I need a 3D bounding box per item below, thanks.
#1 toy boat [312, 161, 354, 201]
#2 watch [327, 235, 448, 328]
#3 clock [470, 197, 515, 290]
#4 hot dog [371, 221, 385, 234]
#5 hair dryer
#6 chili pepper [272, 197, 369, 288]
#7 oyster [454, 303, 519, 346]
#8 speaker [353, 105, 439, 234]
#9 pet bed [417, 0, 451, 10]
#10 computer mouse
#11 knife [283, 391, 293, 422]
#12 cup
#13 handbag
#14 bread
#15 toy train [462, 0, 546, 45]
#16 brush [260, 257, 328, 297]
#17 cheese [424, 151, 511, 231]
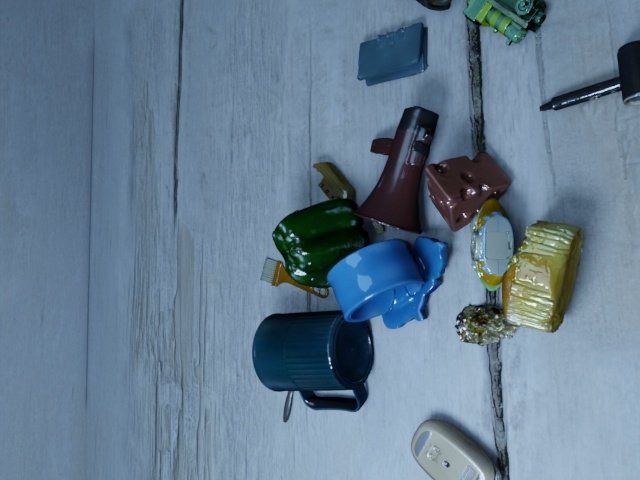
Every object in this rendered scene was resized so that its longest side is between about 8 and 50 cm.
[{"bbox_3d":[0.039,-0.182,1.711,0.077,0.057,0.200,-54,55,30],"label":"toy boat"},{"bbox_3d":[0.185,0.098,1.417,0.305,0.274,0.241,-43,60,34],"label":"watch"},{"bbox_3d":[0.422,0.009,1.322,0.103,0.144,0.231,3,86,3],"label":"clock"},{"bbox_3d":[0.168,-0.063,1.604,0.030,0.034,0.090,-23,90,26],"label":"hot dog"},{"bbox_3d":[0.627,-0.358,1.231,0.255,0.070,0.128,-8,80,44],"label":"hair dryer"},{"bbox_3d":[0.000,0.000,1.586,0.249,0.256,0.233,63,152,26],"label":"chili pepper"},{"bbox_3d":[0.420,0.217,1.355,0.177,0.056,0.105,3,80,45],"label":"oyster"},{"bbox_3d":[0.228,-0.194,1.508,0.198,0.259,0.330,17,90,0],"label":"speaker"},{"bbox_3d":[0.279,-0.740,1.478,0.159,0.183,0.211,-52,56,22],"label":"pet bed"},{"bbox_3d":[0.340,0.564,1.365,0.236,0.082,0.145,32,105,35],"label":"computer mouse"},{"bbox_3d":[-0.092,0.489,1.780,0.035,0.018,0.247,15,94,43],"label":"knife"},{"bbox_3d":[-0.015,0.358,1.585,0.292,0.242,0.308,-12,75,36],"label":"cup"},{"bbox_3d":[0.214,-0.558,1.601,0.221,0.057,0.144,-3,80,40],"label":"handbag"},{"bbox_3d":[0.500,0.080,1.212,0.133,0.179,0.250,15,98,38],"label":"bread"},{"bbox_3d":[0.477,-0.588,1.370,0.200,0.083,0.132,54,129,30],"label":"toy train"},{"bbox_3d":[-0.091,0.137,1.815,0.314,0.017,0.090,17,97,39],"label":"brush"},{"bbox_3d":[0.377,-0.147,1.366,0.177,0.203,0.128,-31,61,2],"label":"cheese"}]
